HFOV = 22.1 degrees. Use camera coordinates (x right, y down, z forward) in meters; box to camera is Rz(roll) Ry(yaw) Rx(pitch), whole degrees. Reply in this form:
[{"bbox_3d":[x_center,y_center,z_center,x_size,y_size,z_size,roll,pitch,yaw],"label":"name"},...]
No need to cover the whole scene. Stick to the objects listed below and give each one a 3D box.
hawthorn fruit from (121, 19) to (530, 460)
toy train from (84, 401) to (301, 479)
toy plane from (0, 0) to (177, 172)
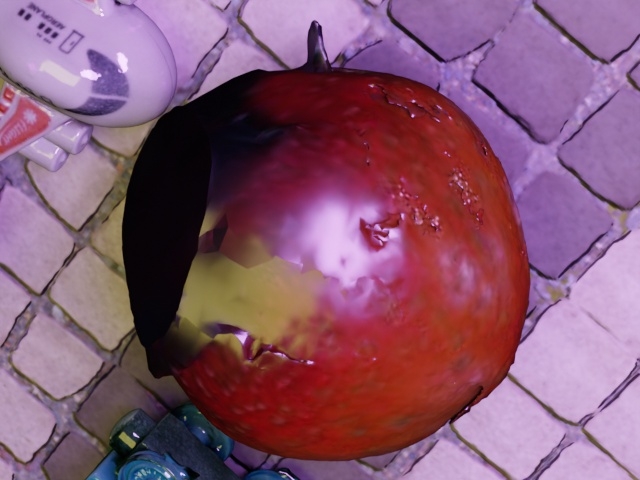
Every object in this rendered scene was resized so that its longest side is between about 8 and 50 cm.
[{"bbox_3d":[-0.002,0.017,1.169,0.316,0.316,0.316,8,115,18],"label":"hawthorn fruit"},{"bbox_3d":[-0.115,0.241,1.420,0.203,0.112,0.163,44,126,1],"label":"toy train"},{"bbox_3d":[-0.228,-0.167,1.280,0.252,0.118,0.252,8,117,16],"label":"toy plane"}]
